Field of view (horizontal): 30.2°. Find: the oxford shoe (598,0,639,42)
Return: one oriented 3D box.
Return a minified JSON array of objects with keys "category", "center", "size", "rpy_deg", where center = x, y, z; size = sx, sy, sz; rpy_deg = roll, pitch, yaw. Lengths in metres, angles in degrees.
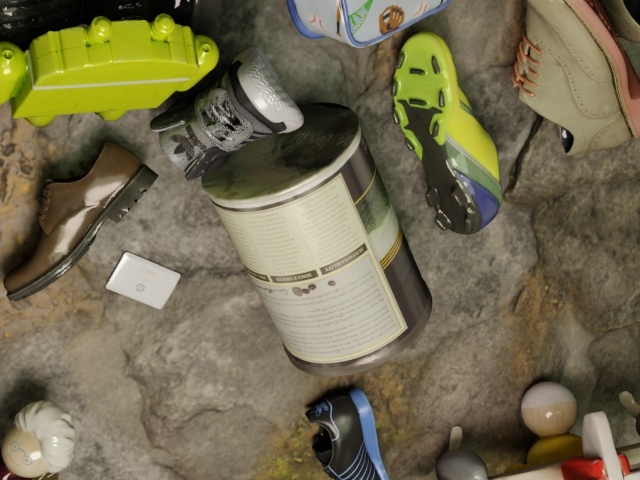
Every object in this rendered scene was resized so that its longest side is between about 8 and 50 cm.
[{"category":"oxford shoe","center":[0.369,-0.396,1.481],"size":[0.123,0.130,0.348],"rpy_deg":[-39,123,-4]}]

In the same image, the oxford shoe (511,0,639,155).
[{"category":"oxford shoe","center":[0.305,-0.229,1.500],"size":[0.146,0.140,0.397],"rpy_deg":[-27,135,17]}]

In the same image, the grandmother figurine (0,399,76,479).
[{"category":"grandmother figurine","center":[-0.420,0.330,1.443],"size":[0.208,0.104,0.342],"rpy_deg":[42,98,-10]}]

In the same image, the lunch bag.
[{"category":"lunch bag","center":[0.080,-0.372,1.326],"size":[0.303,0.115,0.243],"rpy_deg":[-37,126,-30]}]

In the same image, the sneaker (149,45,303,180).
[{"category":"sneaker","center":[-0.108,-0.132,1.319],"size":[0.153,0.268,0.101],"rpy_deg":[-34,97,0]}]

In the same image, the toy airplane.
[{"category":"toy airplane","center":[0.363,0.323,1.731],"size":[0.384,0.272,0.386],"rpy_deg":[-35,144,32]}]

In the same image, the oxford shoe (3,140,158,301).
[{"category":"oxford shoe","center":[-0.301,-0.025,1.391],"size":[0.096,0.083,0.227],"rpy_deg":[43,91,-14]}]

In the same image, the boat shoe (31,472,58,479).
[{"category":"boat shoe","center":[-0.372,0.333,1.539],"size":[0.056,0.048,0.153],"rpy_deg":[-15,126,-34]}]

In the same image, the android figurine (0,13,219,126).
[{"category":"android figurine","center":[-0.229,-0.178,1.239],"size":[0.248,0.273,0.056],"rpy_deg":[-7,83,-24]}]

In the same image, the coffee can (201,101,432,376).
[{"category":"coffee can","center":[0.000,0.000,1.454],"size":[0.201,0.201,0.275],"rpy_deg":[-30,122,-9]}]

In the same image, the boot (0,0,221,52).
[{"category":"boot","center":[-0.230,-0.350,1.231],"size":[0.260,0.131,0.348],"rpy_deg":[-5,115,-23]}]

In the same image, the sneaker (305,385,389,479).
[{"category":"sneaker","center":[0.041,0.320,1.698],"size":[0.090,0.081,0.232],"rpy_deg":[-19,113,-12]}]

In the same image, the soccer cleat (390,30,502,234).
[{"category":"soccer cleat","center":[0.171,-0.146,1.550],"size":[0.121,0.093,0.289],"rpy_deg":[-42,124,-39]}]

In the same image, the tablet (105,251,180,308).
[{"category":"tablet","center":[-0.223,0.051,1.493],"size":[0.083,0.006,0.054],"rpy_deg":[25,101,-31]}]
